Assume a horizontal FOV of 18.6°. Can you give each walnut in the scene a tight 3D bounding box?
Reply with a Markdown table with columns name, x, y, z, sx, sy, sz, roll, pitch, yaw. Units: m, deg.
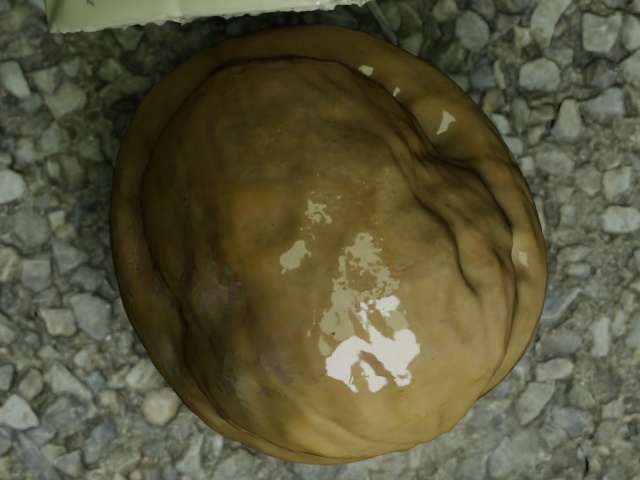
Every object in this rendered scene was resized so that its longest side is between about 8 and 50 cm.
| name | x | y | z | sx | sy | sz | roll | pitch | yaw |
| --- | --- | --- | --- | --- | --- | --- | --- | --- | --- |
| walnut | 0.007 | 0.011 | 1.699 | 0.383 | 0.383 | 0.384 | -2 | 101 | -11 |

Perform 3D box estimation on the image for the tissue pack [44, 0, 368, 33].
| name | x | y | z | sx | sy | sz | roll | pitch | yaw |
| --- | --- | --- | --- | --- | --- | --- | --- | --- | --- |
| tissue pack | -0.099 | -0.371 | 1.630 | 0.297 | 0.207 | 0.380 | -3 | 103 | 30 |
